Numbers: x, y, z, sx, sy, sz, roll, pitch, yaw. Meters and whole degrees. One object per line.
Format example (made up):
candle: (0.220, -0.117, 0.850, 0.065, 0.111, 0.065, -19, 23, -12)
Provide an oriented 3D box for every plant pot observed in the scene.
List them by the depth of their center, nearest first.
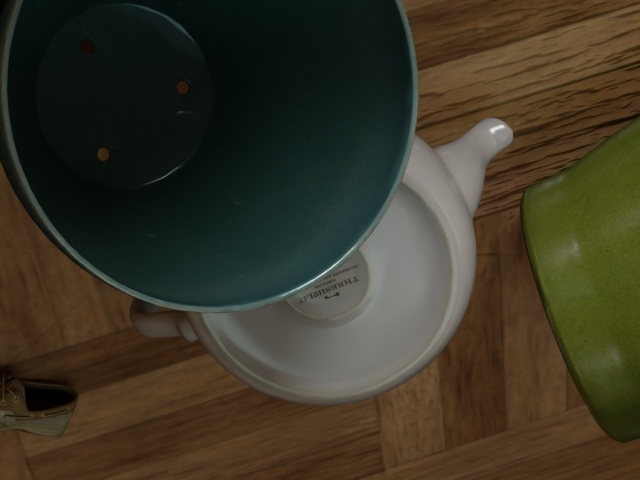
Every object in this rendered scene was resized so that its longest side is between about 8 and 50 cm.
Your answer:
plant pot: (-0.104, -0.101, 1.309, 0.290, 0.195, 0.290, -1, 93, -25)
plant pot: (0.370, 0.004, 1.599, 0.353, 0.366, 0.366, -21, 141, 16)

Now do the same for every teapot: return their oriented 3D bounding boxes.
teapot: (0.000, 0.000, 1.517, 0.256, 0.187, 0.252, 18, 109, -6)

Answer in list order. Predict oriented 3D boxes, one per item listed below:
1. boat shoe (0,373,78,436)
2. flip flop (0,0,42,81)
boat shoe: (-0.269, 0.137, 1.630, 0.135, 0.050, 0.045, 8, 128, -45)
flip flop: (-0.318, -0.117, 1.301, 0.277, 0.080, 0.112, -23, 124, -28)
